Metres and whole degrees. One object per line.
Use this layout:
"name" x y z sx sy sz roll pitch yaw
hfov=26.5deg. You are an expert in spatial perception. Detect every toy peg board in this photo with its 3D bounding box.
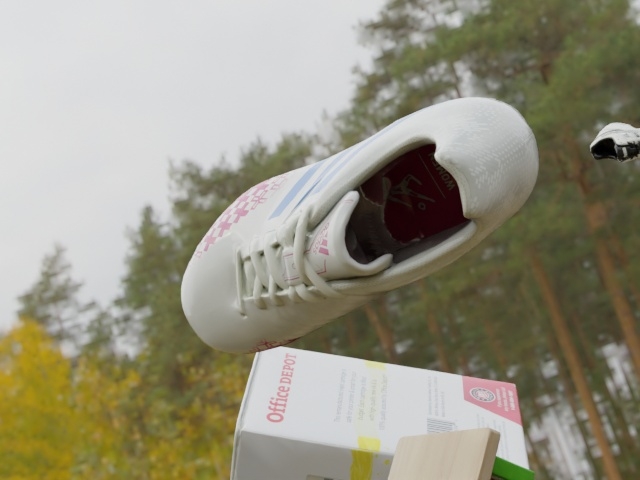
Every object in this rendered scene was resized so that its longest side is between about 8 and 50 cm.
"toy peg board" 0.131 0.279 1.344 0.079 0.161 0.160 27 -23 -23

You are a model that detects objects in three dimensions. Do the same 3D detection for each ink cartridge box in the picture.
"ink cartridge box" 0.079 0.293 1.892 0.384 0.160 0.279 10 20 1

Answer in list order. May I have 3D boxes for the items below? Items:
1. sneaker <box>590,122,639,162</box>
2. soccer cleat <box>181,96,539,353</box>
"sneaker" 0.251 -0.073 1.072 0.083 0.032 0.037 0 29 48
"soccer cleat" 0.000 0.000 0.955 0.331 0.116 0.143 -31 4 33
